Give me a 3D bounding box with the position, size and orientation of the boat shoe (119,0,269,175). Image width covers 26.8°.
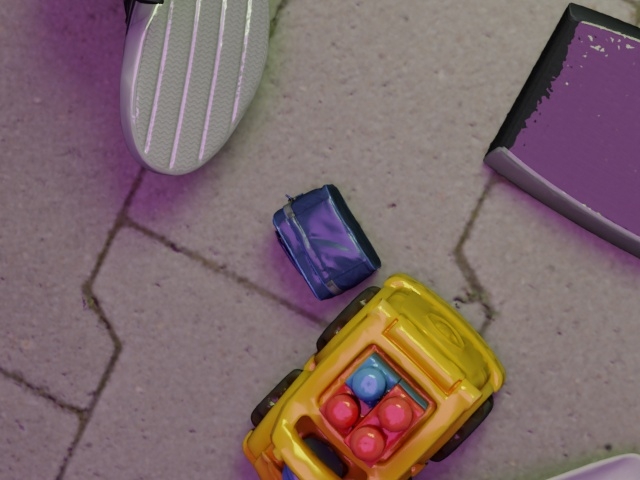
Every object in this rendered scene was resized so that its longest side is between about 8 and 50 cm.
[{"bbox_3d":[-0.113,-0.219,1.149,0.121,0.119,0.335,14,85,-33],"label":"boat shoe"}]

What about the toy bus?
[{"bbox_3d":[0.030,0.150,1.082,0.149,0.211,0.220,44,100,5],"label":"toy bus"}]

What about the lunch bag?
[{"bbox_3d":[0.000,0.000,1.153,0.065,0.067,0.098,-32,85,10],"label":"lunch bag"}]

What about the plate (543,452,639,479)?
[{"bbox_3d":[0.171,0.342,1.114,0.278,0.045,0.277,-15,90,-9],"label":"plate"}]

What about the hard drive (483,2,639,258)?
[{"bbox_3d":[0.280,-0.072,1.105,0.254,0.054,0.172,30,97,8],"label":"hard drive"}]

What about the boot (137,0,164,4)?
[{"bbox_3d":[-0.175,-0.339,1.087,0.118,0.338,0.223,11,117,-24],"label":"boot"}]
